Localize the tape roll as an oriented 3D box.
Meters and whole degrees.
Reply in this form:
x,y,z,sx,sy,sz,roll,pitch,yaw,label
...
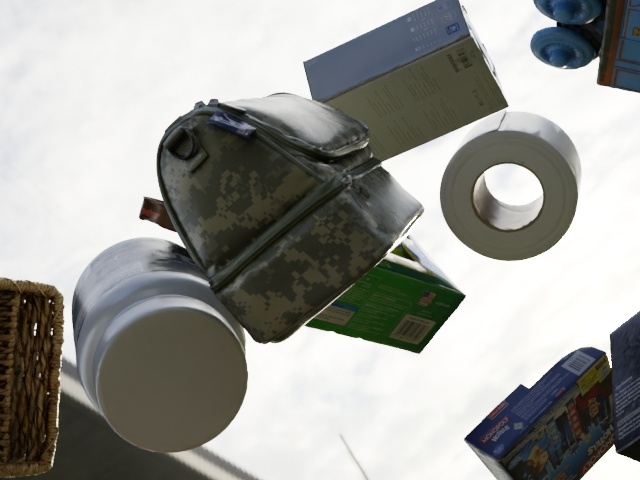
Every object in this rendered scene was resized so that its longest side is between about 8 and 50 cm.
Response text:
x,y,z,sx,sy,sz,roll,pitch,yaw,label
0.349,-0.101,2.046,0.246,0.246,0.169,-47,2,24,tape roll

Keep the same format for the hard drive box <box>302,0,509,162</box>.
x,y,z,sx,sy,sz,roll,pitch,yaw,label
0.121,-0.217,1.563,0.232,0.089,0.181,-23,-34,14,hard drive box

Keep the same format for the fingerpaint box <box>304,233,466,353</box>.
x,y,z,sx,sy,sz,roll,pitch,yaw,label
0.000,0.000,2.056,0.445,0.371,0.163,19,-66,-46,fingerpaint box

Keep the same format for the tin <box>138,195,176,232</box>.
x,y,z,sx,sy,sz,roll,pitch,yaw,label
-0.166,-0.022,1.534,0.190,0.106,0.040,15,-83,-50,tin

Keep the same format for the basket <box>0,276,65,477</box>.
x,y,z,sx,sy,sz,roll,pitch,yaw,label
-0.528,0.200,1.672,0.223,0.299,0.213,3,-6,13,basket

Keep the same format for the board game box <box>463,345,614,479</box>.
x,y,z,sx,sy,sz,roll,pitch,yaw,label
0.278,0.249,1.347,0.194,0.060,0.194,-39,-51,-21,board game box

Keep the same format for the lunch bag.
x,y,z,sx,sy,sz,roll,pitch,yaw,label
-0.042,-0.051,1.294,0.212,0.256,0.305,-41,-2,18,lunch bag

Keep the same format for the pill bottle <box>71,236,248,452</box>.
x,y,z,sx,sy,sz,roll,pitch,yaw,label
-0.205,0.123,1.407,0.204,0.361,0.204,-3,-78,-14,pill bottle

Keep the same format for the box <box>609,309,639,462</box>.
x,y,z,sx,sy,sz,roll,pitch,yaw,label
0.396,0.165,1.180,0.156,0.158,0.093,24,-43,-15,box

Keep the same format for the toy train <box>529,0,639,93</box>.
x,y,z,sx,sy,sz,roll,pitch,yaw,label
0.185,-0.158,0.673,0.184,0.105,0.080,69,-143,-66,toy train
